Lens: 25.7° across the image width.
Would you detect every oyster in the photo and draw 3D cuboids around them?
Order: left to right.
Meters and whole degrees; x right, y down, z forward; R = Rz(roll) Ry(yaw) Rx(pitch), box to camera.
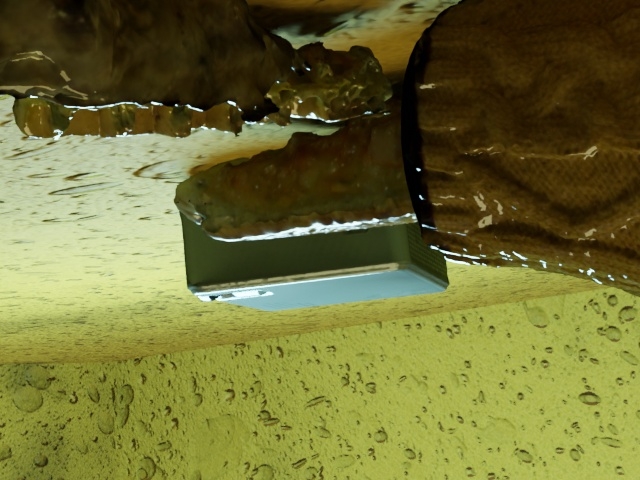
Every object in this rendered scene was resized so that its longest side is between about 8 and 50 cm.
[{"bbox_3d":[-0.116,-0.097,0.564,0.166,0.094,0.294,8,-168,32],"label":"oyster"}]

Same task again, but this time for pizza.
[{"bbox_3d":[0.076,-0.050,0.973,0.268,0.087,0.258,-10,175,33],"label":"pizza"}]

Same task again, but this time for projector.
[{"bbox_3d":[0.000,0.000,1.229,0.192,0.099,0.257,-8,172,12],"label":"projector"}]

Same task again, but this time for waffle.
[{"bbox_3d":[-0.057,-0.078,0.710,0.192,0.046,0.160,-1,-171,-2],"label":"waffle"}]

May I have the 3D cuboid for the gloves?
[{"bbox_3d":[0.217,-0.048,0.670,0.356,0.203,0.155,-1,-170,9],"label":"gloves"}]
